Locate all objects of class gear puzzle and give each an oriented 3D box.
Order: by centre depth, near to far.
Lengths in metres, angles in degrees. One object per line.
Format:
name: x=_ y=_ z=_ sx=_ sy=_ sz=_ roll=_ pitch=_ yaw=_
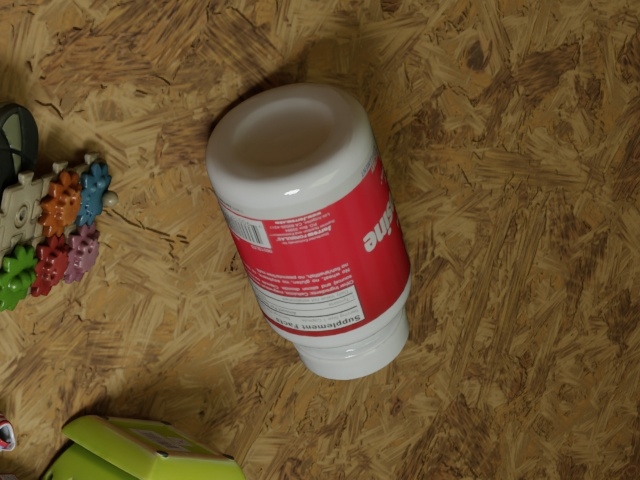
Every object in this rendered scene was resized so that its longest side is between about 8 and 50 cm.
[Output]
gear puzzle: x=-0.337 y=-0.001 z=1.871 sx=0.339 sy=0.044 sz=0.175 roll=-29 pitch=135 yaw=-66

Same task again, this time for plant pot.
plant pot: x=-0.250 y=0.364 z=2.146 sx=0.227 sy=0.228 sz=0.207 roll=15 pitch=95 yaw=-48

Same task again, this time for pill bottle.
pill bottle: x=0.000 y=0.000 z=2.183 sx=0.229 sy=0.229 sz=0.407 roll=-41 pitch=136 yaw=-22

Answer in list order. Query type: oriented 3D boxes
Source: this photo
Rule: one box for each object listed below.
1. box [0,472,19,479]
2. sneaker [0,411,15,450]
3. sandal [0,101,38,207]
box: x=-0.458 y=0.377 z=1.941 sx=0.122 sy=0.128 sz=0.257 roll=-49 pitch=157 yaw=13
sneaker: x=-0.435 y=0.274 z=2.013 sx=0.042 sy=0.067 sz=0.118 roll=14 pitch=101 yaw=-49
sandal: x=-0.407 y=-0.026 z=1.857 sx=0.120 sy=0.086 sz=0.302 roll=-27 pitch=134 yaw=-67
